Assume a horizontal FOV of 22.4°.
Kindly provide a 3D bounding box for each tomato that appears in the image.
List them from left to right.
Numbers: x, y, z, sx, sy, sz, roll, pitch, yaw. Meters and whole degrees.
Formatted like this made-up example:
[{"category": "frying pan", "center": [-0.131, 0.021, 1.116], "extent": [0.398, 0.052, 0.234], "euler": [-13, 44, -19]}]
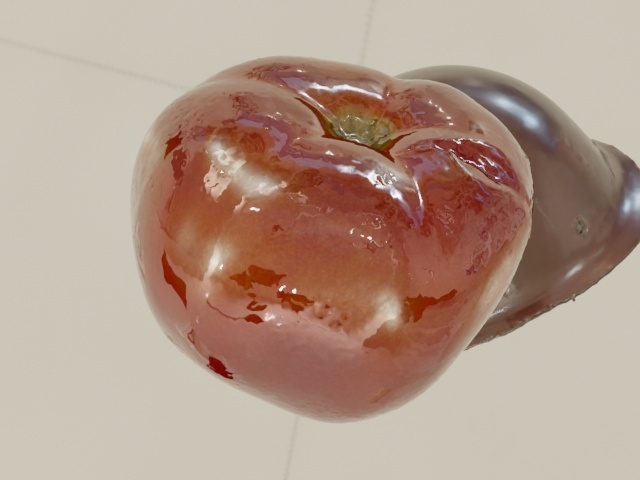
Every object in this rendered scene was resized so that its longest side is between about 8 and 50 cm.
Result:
[{"category": "tomato", "center": [0.000, 0.000, 1.159], "extent": [0.298, 0.298, 0.226], "euler": [20, 126, 13]}]

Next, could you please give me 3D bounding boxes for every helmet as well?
[{"category": "helmet", "center": [0.139, -0.071, 1.760], "extent": [0.385, 0.337, 0.230], "euler": [-11, 128, 31]}]
